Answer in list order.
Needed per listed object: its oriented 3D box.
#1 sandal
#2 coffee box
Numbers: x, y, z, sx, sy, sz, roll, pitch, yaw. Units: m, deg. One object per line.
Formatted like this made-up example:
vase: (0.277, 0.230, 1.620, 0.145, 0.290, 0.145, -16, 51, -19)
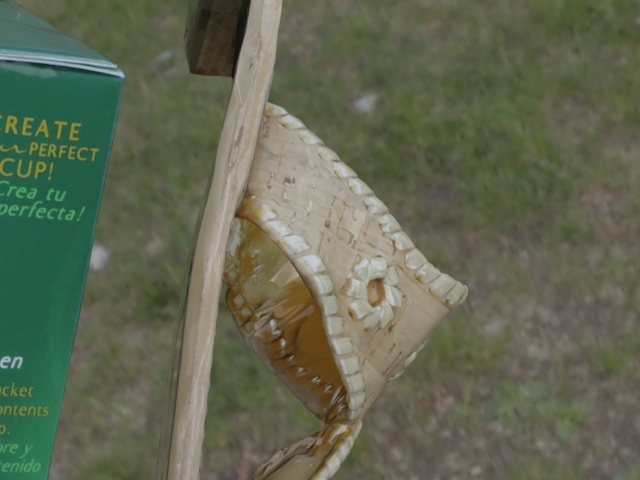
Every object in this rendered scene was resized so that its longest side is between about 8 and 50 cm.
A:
sandal: (0.001, -0.002, 0.490, 0.079, 0.088, 0.240, 5, 75, -7)
coffee box: (-0.097, 0.033, 0.427, 0.040, 0.184, 0.113, 5, 17, -28)
